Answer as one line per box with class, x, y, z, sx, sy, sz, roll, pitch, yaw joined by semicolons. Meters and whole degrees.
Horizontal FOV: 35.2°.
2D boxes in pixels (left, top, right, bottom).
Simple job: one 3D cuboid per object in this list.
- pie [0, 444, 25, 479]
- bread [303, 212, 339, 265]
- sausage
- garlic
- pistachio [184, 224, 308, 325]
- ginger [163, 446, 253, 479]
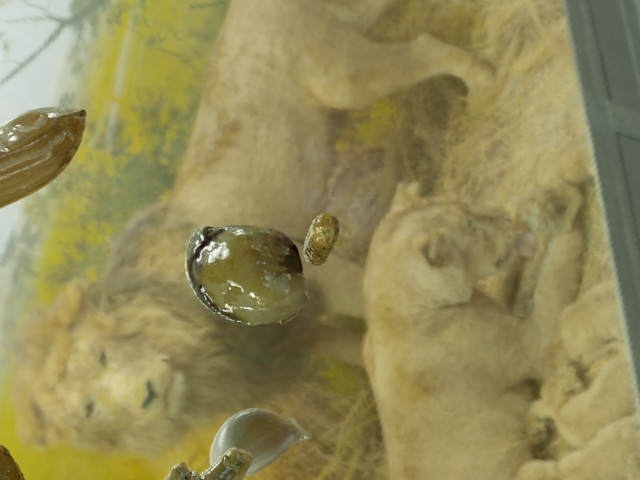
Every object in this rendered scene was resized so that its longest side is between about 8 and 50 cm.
pie;-0.569;0.414;1.532;0.069;0.273;0.273;121;156;-43
bread;0.000;0.000;1.558;0.157;0.044;0.052;115;161;-73
sausage;-0.450;-0.080;1.253;0.134;0.354;0.116;31;138;59
garlic;-0.170;0.447;2.118;0.266;0.128;0.148;-41;13;-32
pistachio;-0.113;0.050;1.535;0.165;0.210;0.130;-53;-13;-27
ginger;-0.228;0.356;1.405;0.075;0.288;0.089;-122;25;-45
